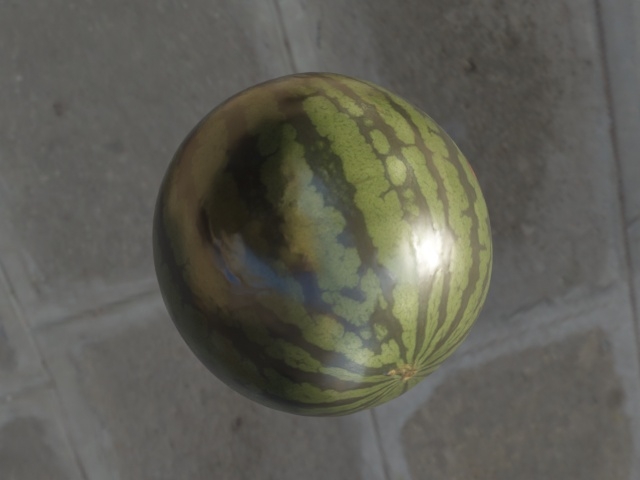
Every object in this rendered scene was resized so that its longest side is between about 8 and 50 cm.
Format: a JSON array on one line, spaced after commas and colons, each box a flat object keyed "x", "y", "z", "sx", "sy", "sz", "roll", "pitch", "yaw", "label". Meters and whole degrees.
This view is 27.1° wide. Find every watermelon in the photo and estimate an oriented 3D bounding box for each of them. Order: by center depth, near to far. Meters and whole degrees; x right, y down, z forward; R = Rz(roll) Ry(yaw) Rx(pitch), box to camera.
[{"x": 0.000, "y": 0.000, "z": 0.818, "sx": 0.212, "sy": 0.212, "sz": 0.212, "roll": -6, "pitch": 118, "yaw": -11, "label": "watermelon"}]
